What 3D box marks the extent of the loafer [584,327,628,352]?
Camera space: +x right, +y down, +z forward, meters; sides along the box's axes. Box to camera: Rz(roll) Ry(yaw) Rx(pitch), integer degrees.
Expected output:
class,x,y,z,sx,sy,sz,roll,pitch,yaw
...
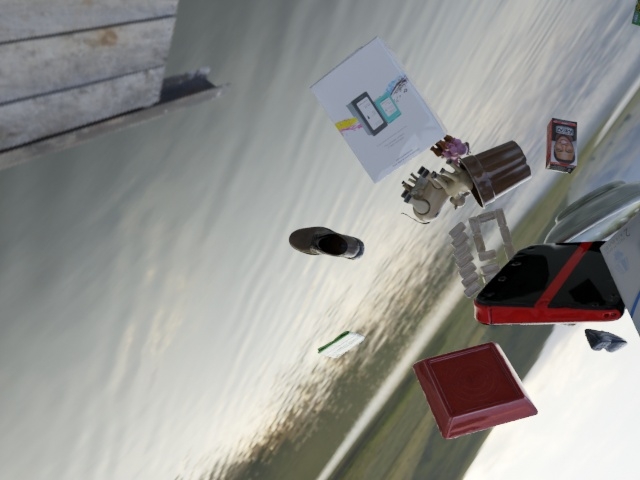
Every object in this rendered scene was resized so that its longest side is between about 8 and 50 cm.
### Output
class,x,y,z,sx,sy,sz,roll,pitch,yaw
loafer,0.831,0.285,1.863,0.170,0.061,0.062,14,128,-36

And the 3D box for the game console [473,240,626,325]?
class,x,y,z,sx,sy,sz,roll,pitch,yaw
game console,0.571,0.095,1.500,0.386,0.341,0.060,-33,113,-46

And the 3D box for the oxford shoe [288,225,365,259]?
class,x,y,z,sx,sy,sz,roll,pitch,yaw
oxford shoe,0.000,0.000,1.730,0.096,0.227,0.083,13,83,-58

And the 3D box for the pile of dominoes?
class,x,y,z,sx,sy,sz,roll,pitch,yaw
pile of dominoes,0.518,0.043,2.049,0.195,0.251,0.040,-16,179,-3

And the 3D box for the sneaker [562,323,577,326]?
class,x,y,z,sx,sy,sz,roll,pitch,yaw
sneaker,0.775,0.166,1.977,0.084,0.083,0.215,-15,121,-58

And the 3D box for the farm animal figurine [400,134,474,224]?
class,x,y,z,sx,sy,sz,roll,pitch,yaw
farm animal figurine,0.403,-0.179,2.072,0.327,0.172,0.330,-52,-169,29

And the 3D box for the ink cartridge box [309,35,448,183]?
class,x,y,z,sx,sy,sz,roll,pitch,yaw
ink cartridge box,0.144,-0.308,1.519,0.197,0.270,0.198,-34,-177,18

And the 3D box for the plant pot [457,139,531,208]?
class,x,y,z,sx,sy,sz,roll,pitch,yaw
plant pot,0.512,-0.202,1.874,0.165,0.167,0.167,-27,167,6

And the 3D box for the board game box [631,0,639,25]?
class,x,y,z,sx,sy,sz,roll,pitch,yaw
board game box,0.986,-0.740,1.769,0.046,0.213,0.318,-10,122,-15

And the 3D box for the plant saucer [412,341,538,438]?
class,x,y,z,sx,sy,sz,roll,pitch,yaw
plant saucer,0.404,0.379,1.705,0.258,0.259,0.048,-14,129,-4

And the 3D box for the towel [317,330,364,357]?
class,x,y,z,sx,sy,sz,roll,pitch,yaw
towel,0.058,0.291,1.823,0.113,0.023,0.152,-35,156,8

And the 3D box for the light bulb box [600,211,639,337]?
class,x,y,z,sx,sy,sz,roll,pitch,yaw
light bulb box,0.744,0.069,1.116,0.358,0.225,0.361,121,-27,-43

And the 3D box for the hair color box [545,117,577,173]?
class,x,y,z,sx,sy,sz,roll,pitch,yaw
hair color box,0.638,-0.252,1.700,0.043,0.071,0.141,96,4,-66

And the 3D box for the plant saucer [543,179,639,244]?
class,x,y,z,sx,sy,sz,roll,pitch,yaw
plant saucer,0.783,-0.070,1.811,0.400,0.101,0.400,-24,160,-9
